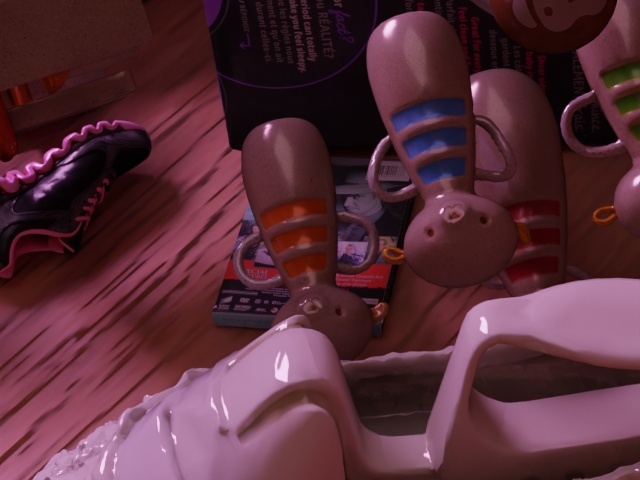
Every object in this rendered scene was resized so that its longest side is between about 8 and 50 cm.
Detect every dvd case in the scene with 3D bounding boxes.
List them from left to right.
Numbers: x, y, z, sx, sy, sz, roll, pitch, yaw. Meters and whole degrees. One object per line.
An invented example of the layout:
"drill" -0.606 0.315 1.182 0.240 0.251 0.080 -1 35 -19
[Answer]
"dvd case" 0.000 0.000 0.954 0.087 0.013 0.119 3 46 13

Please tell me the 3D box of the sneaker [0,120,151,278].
"sneaker" -0.135 -0.019 0.986 0.119 0.047 0.057 -30 69 -19

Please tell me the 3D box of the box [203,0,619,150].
"box" 0.081 -0.153 0.988 0.270 0.165 0.143 0 44 9

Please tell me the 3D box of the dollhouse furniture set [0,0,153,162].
"dollhouse furniture set" -0.196 -0.163 0.924 0.135 0.259 0.262 -20 2 -12

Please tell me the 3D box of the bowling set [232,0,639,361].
"bowling set" 0.092 -0.029 0.823 0.287 0.200 0.154 -13 70 3

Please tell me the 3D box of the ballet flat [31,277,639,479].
"ballet flat" 0.045 0.079 0.779 0.409 0.147 0.147 -9 43 2
